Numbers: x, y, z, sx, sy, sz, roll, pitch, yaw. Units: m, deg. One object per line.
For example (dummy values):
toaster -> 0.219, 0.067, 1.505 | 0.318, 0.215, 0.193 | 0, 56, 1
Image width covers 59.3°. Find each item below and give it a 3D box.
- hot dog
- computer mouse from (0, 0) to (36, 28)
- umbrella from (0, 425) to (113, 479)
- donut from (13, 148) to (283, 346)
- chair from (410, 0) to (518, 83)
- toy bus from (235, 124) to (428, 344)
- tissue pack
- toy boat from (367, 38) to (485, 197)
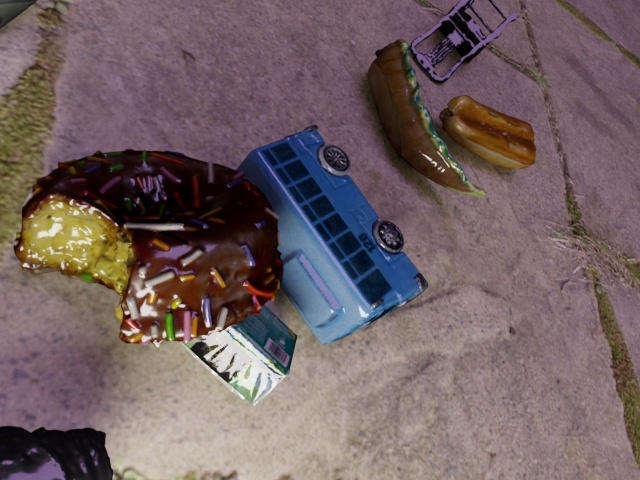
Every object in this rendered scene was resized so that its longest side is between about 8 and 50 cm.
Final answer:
hot dog -> 0.309, -0.189, 1.023 | 0.249, 0.076, 0.102 | 10, 70, -34
computer mouse -> -0.377, -0.270, 0.542 | 0.167, 0.090, 0.379 | 31, 46, -20
umbrella -> -0.294, 0.174, 0.336 | 0.326, 0.094, 0.090 | 2, 107, -38
donut -> -0.136, -0.011, 0.493 | 0.216, 0.096, 0.230 | -18, 37, -41
chair -> 0.270, -0.403, 1.130 | 0.229, 0.113, 0.106 | -41, 92, -7
toy bus -> 0.000, 0.000, 0.648 | 0.134, 0.116, 0.234 | -29, 81, -43
tissue pack -> -0.089, 0.097, 0.551 | 0.111, 0.079, 0.085 | 43, 15, -8
toy boat -> 0.153, -0.183, 0.885 | 0.099, 0.108, 0.292 | -20, 76, -14
